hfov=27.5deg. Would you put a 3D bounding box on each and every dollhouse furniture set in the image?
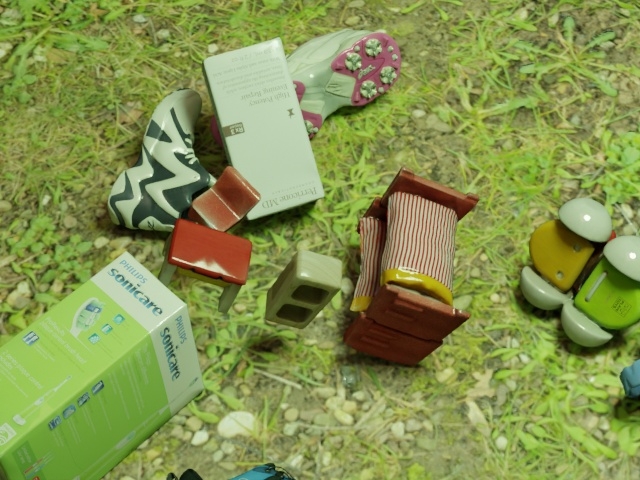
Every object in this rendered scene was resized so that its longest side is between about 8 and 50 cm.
[{"bbox_3d":[0.000,0.000,1.658,0.374,0.152,0.201,18,53,-16],"label":"dollhouse furniture set"}]

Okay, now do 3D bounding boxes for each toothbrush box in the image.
[{"bbox_3d":[-0.290,0.184,1.582,0.283,0.206,0.122,-39,61,-22],"label":"toothbrush box"}]

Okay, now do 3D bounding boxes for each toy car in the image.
[{"bbox_3d":[0.366,0.040,1.721,0.182,0.159,0.136,44,29,28],"label":"toy car"}]

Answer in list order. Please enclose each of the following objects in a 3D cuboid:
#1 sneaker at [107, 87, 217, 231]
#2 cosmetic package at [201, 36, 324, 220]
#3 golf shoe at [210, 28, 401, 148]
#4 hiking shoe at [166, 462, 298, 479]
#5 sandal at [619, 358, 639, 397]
[{"bbox_3d":[-0.185,-0.104,1.858,0.153,0.094,0.235,19,57,14],"label":"sneaker"},{"bbox_3d":[-0.081,-0.153,1.820,0.117,0.085,0.231,-17,92,-6],"label":"cosmetic package"},{"bbox_3d":[-0.032,-0.226,1.950,0.306,0.115,0.140,-26,32,-12],"label":"golf shoe"},{"bbox_3d":[-0.035,0.316,1.534,0.304,0.113,0.132,-2,55,0],"label":"hiking shoe"},{"bbox_3d":[0.473,0.115,1.645,0.138,0.126,0.317,27,56,3],"label":"sandal"}]
